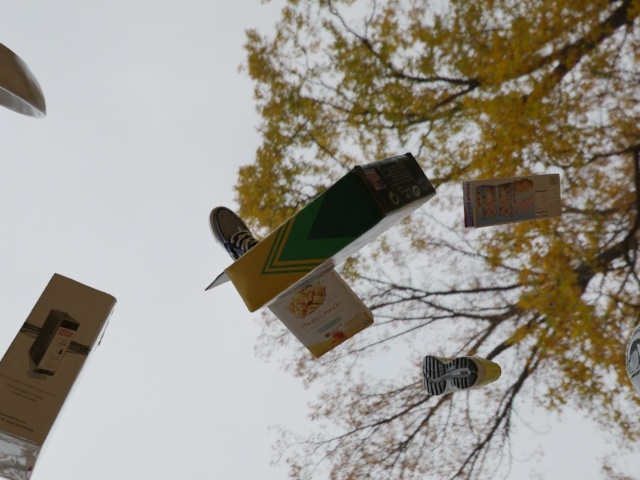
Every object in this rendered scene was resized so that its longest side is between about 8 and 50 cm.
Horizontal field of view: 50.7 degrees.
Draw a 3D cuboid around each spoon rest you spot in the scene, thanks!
[{"bbox_3d":[-0.394,-0.194,0.653,0.276,0.137,0.084,37,-104,-38],"label":"spoon rest"}]

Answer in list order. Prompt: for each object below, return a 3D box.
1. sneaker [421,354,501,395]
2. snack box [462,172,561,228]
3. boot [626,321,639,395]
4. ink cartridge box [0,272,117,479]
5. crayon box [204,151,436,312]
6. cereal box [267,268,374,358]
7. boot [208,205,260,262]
[{"bbox_3d":[0.281,0.271,1.362,0.094,0.208,0.081,2,-98,-26],"label":"sneaker"},{"bbox_3d":[0.270,-0.057,0.940,0.178,0.022,0.064,-7,-83,-32],"label":"snack box"},{"bbox_3d":[0.347,0.121,0.625,0.076,0.208,0.189,14,-121,3],"label":"boot"},{"bbox_3d":[-0.222,0.109,0.536,0.056,0.099,0.135,25,-134,-11],"label":"ink cartridge box"},{"bbox_3d":[0.000,0.000,1.003,0.081,0.318,0.202,57,-149,6],"label":"crayon box"},{"bbox_3d":[-0.014,0.145,1.557,0.240,0.173,0.047,48,-163,-23],"label":"cereal box"},{"bbox_3d":[-0.132,0.008,1.223,0.069,0.086,0.190,-32,-94,-30],"label":"boot"}]
